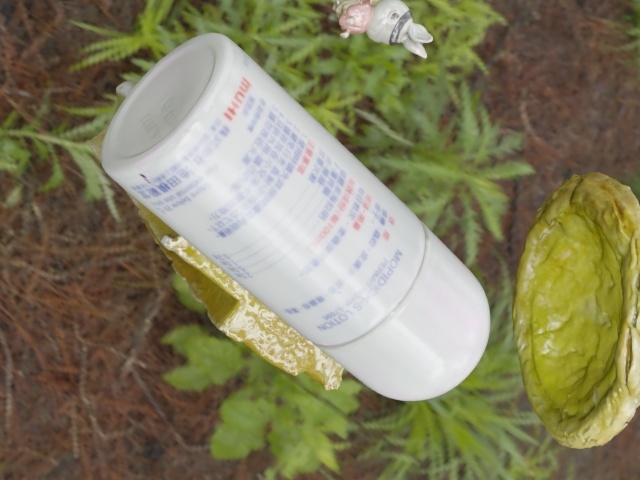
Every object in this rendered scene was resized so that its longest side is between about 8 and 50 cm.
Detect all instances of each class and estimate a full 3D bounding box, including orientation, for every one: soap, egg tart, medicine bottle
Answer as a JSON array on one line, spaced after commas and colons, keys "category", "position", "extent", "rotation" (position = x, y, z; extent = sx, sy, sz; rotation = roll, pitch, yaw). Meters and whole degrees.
[{"category": "soap", "position": [-0.084, -0.017, 1.304], "extent": [0.143, 0.281, 0.259], "rotation": [-47, 122, 4]}, {"category": "egg tart", "position": [0.359, 0.086, 1.695], "extent": [0.132, 0.345, 0.345], "rotation": [2, 110, -17]}, {"category": "medicine bottle", "position": [0.000, 0.000, 1.020], "extent": [0.341, 0.130, 0.130], "rotation": [41, 83, -30]}]

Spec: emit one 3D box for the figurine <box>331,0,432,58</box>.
[{"category": "figurine", "position": [0.063, -0.273, 1.683], "extent": [0.098, 0.146, 0.081], "rotation": [-26, 152, -10]}]
